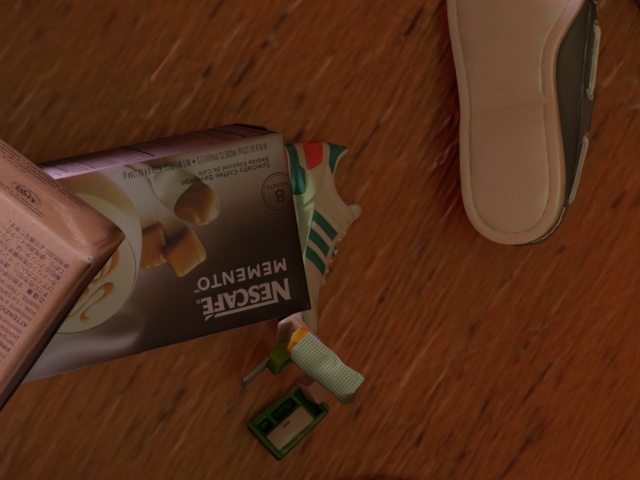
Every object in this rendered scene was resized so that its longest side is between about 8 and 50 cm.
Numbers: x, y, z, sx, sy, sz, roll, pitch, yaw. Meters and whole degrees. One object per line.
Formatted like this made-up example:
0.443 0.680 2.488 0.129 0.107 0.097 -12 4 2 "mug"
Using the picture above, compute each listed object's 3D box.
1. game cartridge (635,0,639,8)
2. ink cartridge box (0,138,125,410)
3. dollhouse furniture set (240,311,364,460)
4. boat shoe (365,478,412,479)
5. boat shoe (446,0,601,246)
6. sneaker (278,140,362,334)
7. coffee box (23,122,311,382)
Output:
0.382 -0.226 1.588 0.294 0.060 0.196 37 85 -24 "game cartridge"
-0.280 0.007 1.215 0.234 0.088 0.193 38 107 -1 "ink cartridge box"
-0.021 0.116 1.397 0.058 0.152 0.076 -41 80 -18 "dollhouse furniture set"
-0.019 0.306 1.451 0.340 0.127 0.158 -13 137 -37 "boat shoe"
0.170 -0.154 1.493 0.099 0.116 0.319 6 87 -68 "boat shoe"
0.000 0.000 1.437 0.075 0.057 0.161 -8 97 -18 "sneaker"
-0.145 0.007 1.348 0.246 0.098 0.141 -12 102 -22 "coffee box"
